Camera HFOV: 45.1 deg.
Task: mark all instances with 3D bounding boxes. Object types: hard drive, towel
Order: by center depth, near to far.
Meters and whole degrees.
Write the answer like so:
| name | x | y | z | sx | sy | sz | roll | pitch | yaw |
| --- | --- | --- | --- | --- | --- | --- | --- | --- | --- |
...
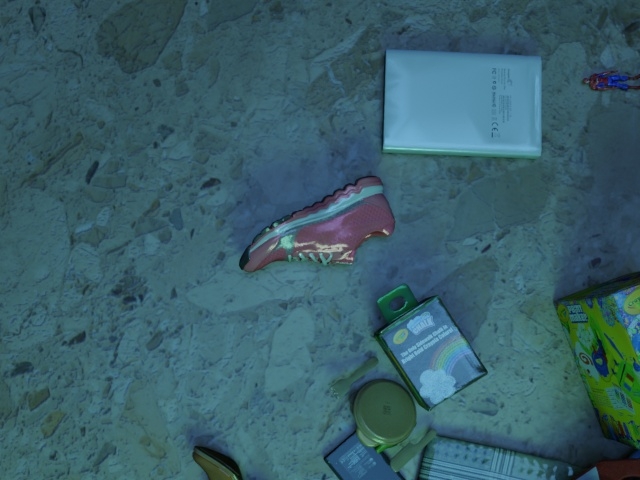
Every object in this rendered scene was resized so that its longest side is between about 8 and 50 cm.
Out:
| name | x | y | z | sx | sy | sz | roll | pitch | yaw |
| --- | --- | --- | --- | --- | --- | --- | --- | --- | --- |
| towel | 0.321 | 0.539 | 1.418 | 0.324 | 0.056 | 0.312 | 13 | 80 | 3 |
| hard drive | 0.084 | 0.429 | 1.433 | 0.094 | 0.022 | 0.135 | -39 | 85 | -6 |
| hard drive | 0.277 | -0.268 | 1.514 | 0.307 | 0.040 | 0.203 | 2 | 83 | -1 |

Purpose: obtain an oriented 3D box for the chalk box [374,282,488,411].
| name | x | y | z | sx | sy | sz | roll | pitch | yaw |
| --- | --- | --- | --- | --- | --- | --- | --- | --- | --- |
| chalk box | 0.184 | 0.184 | 1.413 | 0.132 | 0.132 | 0.213 | -32 | 84 | -4 |

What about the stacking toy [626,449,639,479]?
| name | x | y | z | sx | sy | sz | roll | pitch | yaw |
| --- | --- | --- | --- | --- | --- | --- | --- | --- | --- |
| stacking toy | 0.663 | 0.421 | 1.305 | 0.175 | 0.302 | 0.166 | -40 | 85 | -6 |

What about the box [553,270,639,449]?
| name | x | y | z | sx | sy | sz | roll | pitch | yaw |
| --- | --- | --- | --- | --- | --- | --- | --- | --- | --- |
| box | 0.575 | 0.201 | 1.337 | 0.177 | 0.290 | 0.279 | -20 | 85 | -3 |

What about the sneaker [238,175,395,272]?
| name | x | y | z | sx | sy | sz | roll | pitch | yaw |
| --- | --- | --- | --- | --- | --- | --- | --- | --- | --- |
| sneaker | 0.000 | 0.000 | 1.439 | 0.313 | 0.116 | 0.136 | -28 | 86 | -4 |

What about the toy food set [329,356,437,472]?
| name | x | y | z | sx | sy | sz | roll | pitch | yaw |
| --- | --- | --- | --- | --- | --- | --- | --- | --- | --- |
| toy food set | 0.114 | 0.322 | 1.434 | 0.132 | 0.038 | 0.192 | -33 | 77 | -26 |

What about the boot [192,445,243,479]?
| name | x | y | z | sx | sy | sz | roll | pitch | yaw |
| --- | --- | --- | --- | --- | --- | --- | --- | --- | --- |
| boot | -0.189 | 0.482 | 1.399 | 0.197 | 0.073 | 0.152 | 37 | 88 | 6 |

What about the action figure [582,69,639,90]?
| name | x | y | z | sx | sy | sz | roll | pitch | yaw |
| --- | --- | --- | --- | --- | --- | --- | --- | --- | --- |
| action figure | 0.579 | -0.317 | 1.534 | 0.115 | 0.030 | 0.038 | 0 | 88 | 1 |

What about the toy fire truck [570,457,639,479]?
| name | x | y | z | sx | sy | sz | roll | pitch | yaw |
| --- | --- | --- | --- | --- | --- | --- | --- | --- | --- |
| toy fire truck | 0.546 | 0.491 | 1.252 | 0.254 | 0.169 | 0.302 | -46 | 43 | 29 |
